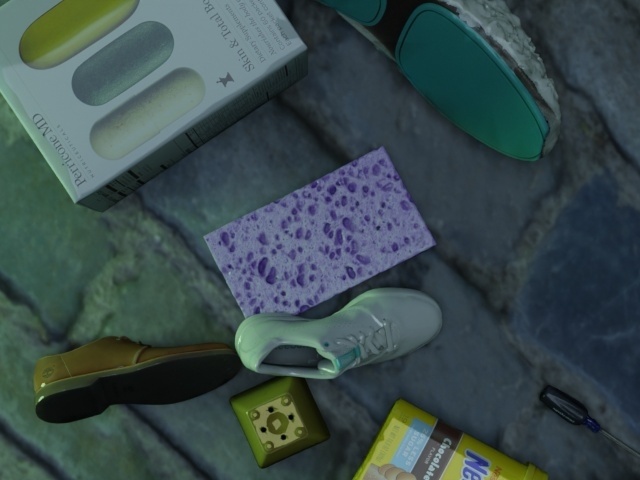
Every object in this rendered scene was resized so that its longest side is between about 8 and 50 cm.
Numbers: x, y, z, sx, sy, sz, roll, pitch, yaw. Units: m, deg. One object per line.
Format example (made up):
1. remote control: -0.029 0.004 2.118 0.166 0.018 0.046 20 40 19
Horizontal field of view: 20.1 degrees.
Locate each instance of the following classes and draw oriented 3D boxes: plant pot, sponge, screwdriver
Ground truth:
1. plant pot: -0.042 0.180 1.818 0.081 0.083 0.081 -24 87 -1
2. sponge: 0.000 0.000 1.850 0.210 0.031 0.117 -27 88 -1
3. screwdriver: 0.295 0.203 1.852 0.170 0.024 0.025 38 118 -5

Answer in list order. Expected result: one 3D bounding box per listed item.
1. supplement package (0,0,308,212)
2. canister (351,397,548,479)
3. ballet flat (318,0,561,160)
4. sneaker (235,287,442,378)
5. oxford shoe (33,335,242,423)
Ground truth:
1. supplement package: -0.173 -0.183 1.773 0.263 0.198 0.199 -34 89 -1
2. canister: 0.125 0.249 1.821 0.170 0.073 0.126 28 88 3
3. ballet flat: 0.098 -0.252 1.816 0.409 0.147 0.147 38 88 1
4. sneaker: 0.026 0.105 1.802 0.212 0.094 0.080 -11 108 -8
5. oxford shoe: -0.187 0.124 1.831 0.212 0.076 0.076 -7 49 -10
